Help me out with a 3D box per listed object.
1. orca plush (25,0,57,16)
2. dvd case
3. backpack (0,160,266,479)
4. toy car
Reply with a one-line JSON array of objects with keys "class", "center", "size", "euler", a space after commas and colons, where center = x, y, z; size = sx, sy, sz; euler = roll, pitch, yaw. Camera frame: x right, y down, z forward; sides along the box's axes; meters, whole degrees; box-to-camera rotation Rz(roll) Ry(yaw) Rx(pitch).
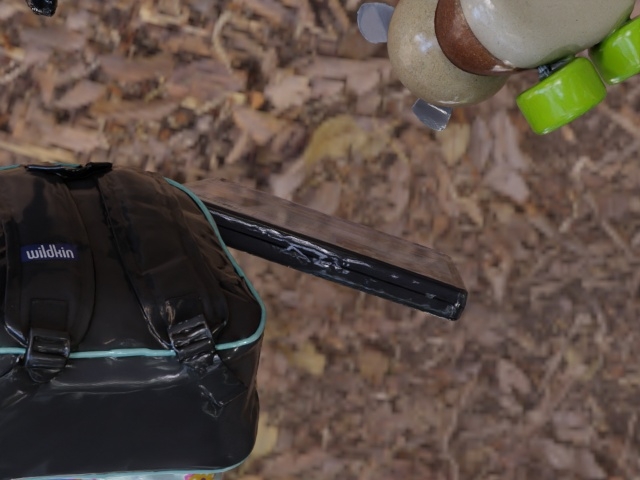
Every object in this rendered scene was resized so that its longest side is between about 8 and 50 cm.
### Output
[{"class": "orca plush", "center": [-0.139, -0.142, 0.736], "size": [0.102, 0.151, 0.287], "euler": [28, 174, -4]}, {"class": "dvd case", "center": [0.000, 0.000, 0.929], "size": [0.180, 0.022, 0.253], "euler": [19, -176, 2]}, {"class": "backpack", "center": [-0.121, 0.043, 0.726], "size": [0.166, 0.188, 0.144], "euler": [-4, 127, -17]}, {"class": "toy car", "center": [0.102, -0.140, 0.964], "size": [0.155, 0.149, 0.188], "euler": [58, 145, -3]}]
